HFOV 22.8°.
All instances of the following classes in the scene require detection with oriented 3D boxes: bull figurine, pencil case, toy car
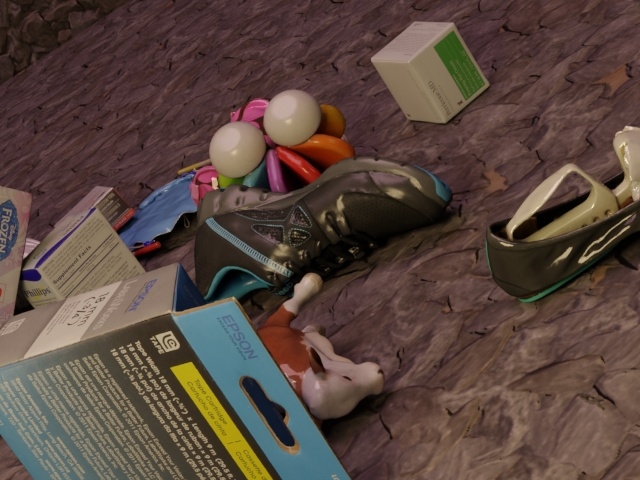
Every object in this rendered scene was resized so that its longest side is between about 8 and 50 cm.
[{"bbox_3d":[-0.070,0.136,1.598,0.310,0.101,0.188,-19,22,27],"label":"bull figurine"},{"bbox_3d":[-0.109,-0.112,2.171,0.098,0.095,0.209,16,36,9],"label":"pencil case"},{"bbox_3d":[-0.040,-0.089,1.997,0.182,0.159,0.136,-29,59,10],"label":"toy car"}]

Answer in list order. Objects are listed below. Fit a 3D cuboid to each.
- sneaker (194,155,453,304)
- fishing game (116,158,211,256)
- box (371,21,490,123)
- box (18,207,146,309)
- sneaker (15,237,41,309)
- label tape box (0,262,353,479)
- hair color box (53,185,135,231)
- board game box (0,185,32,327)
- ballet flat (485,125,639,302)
[{"bbox_3d":[0.000,0.000,1.805,0.341,0.125,0.140,-13,57,35],"label":"sneaker"},{"bbox_3d":[-0.215,-0.036,2.231,0.189,0.041,0.264,-21,23,36],"label":"fishing game"},{"bbox_3d":[0.140,-0.216,2.030,0.087,0.101,0.102,-41,23,-16],"label":"box"},{"bbox_3d":[-0.304,0.051,2.037,0.072,0.137,0.126,-9,32,48],"label":"box"},{"bbox_3d":[-0.474,0.084,2.237,0.305,0.114,0.152,-8,45,24],"label":"sneaker"},{"bbox_3d":[-0.128,0.154,1.452,0.333,0.241,0.106,-17,25,33],"label":"label tape box"},{"bbox_3d":[-0.330,-0.030,2.308,0.093,0.053,0.167,-44,12,-9],"label":"hair color box"},{"bbox_3d":[-0.499,0.095,2.069,0.318,0.066,0.318,-2,77,52],"label":"board game box"},{"bbox_3d":[0.279,-0.042,1.488,0.280,0.096,0.095,-31,22,6],"label":"ballet flat"}]
